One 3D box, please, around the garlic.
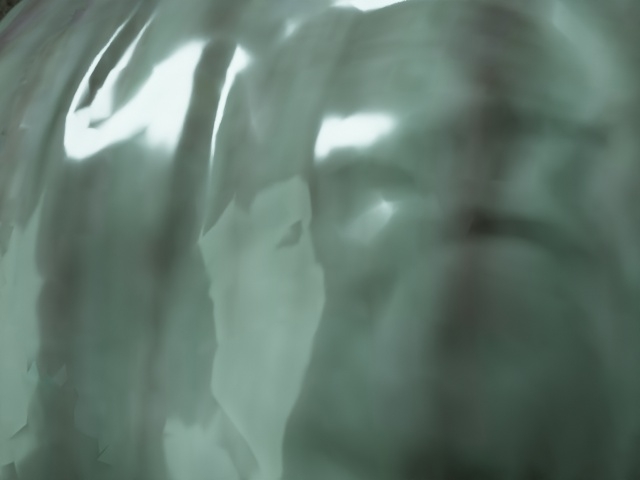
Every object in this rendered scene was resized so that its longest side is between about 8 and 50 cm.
[{"bbox_3d":[0.043,0.044,0.443,0.317,0.317,0.259,130,143,-66],"label":"garlic"}]
